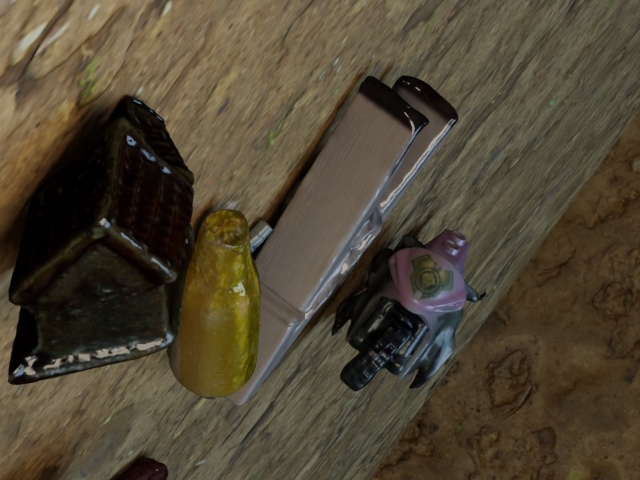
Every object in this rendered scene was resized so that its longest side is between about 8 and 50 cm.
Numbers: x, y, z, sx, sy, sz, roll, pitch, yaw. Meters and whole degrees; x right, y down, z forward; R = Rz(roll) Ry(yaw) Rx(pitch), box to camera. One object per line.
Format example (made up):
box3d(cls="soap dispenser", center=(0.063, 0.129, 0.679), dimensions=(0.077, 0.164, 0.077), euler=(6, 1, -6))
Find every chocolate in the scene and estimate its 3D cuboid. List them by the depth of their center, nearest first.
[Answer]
box3d(cls="chocolate", center=(-0.081, 0.048, 1.561), dimensions=(0.085, 0.086, 0.219), euler=(-45, 163, -28))

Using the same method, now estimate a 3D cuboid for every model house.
box3d(cls="model house", center=(-0.130, -0.015, 1.143), dimensions=(0.152, 0.106, 0.165), euler=(96, -2, -52))

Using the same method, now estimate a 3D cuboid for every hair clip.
box3d(cls="hair clip", center=(-0.004, -0.002, 1.694), dimensions=(0.330, 0.085, 0.101), euler=(-54, 176, 23))

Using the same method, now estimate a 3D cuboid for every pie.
box3d(cls="pie", center=(-0.214, 0.285, 1.932), dimensions=(0.153, 0.038, 0.153), euler=(-51, 172, -10))

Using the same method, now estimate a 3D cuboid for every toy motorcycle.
box3d(cls="toy motorcycle", center=(0.121, 0.065, 2.293), dimensions=(0.188, 0.143, 0.327), euler=(-56, 175, 26))

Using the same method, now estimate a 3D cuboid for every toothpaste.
box3d(cls="toothpaste", center=(-0.074, 0.016, 1.656), dimensions=(0.083, 0.015, 0.024), euler=(-46, 162, 3))
